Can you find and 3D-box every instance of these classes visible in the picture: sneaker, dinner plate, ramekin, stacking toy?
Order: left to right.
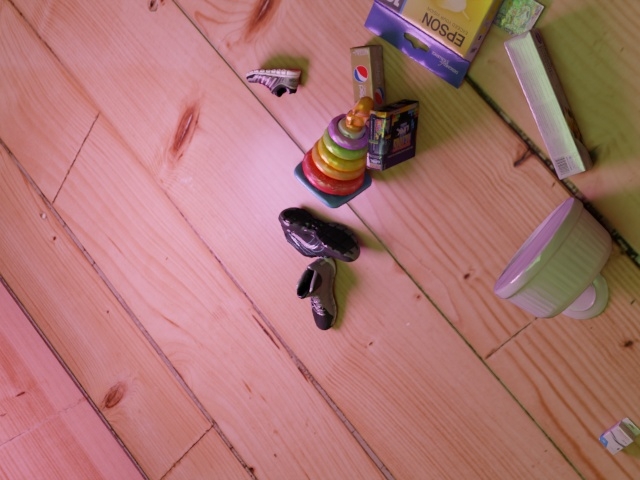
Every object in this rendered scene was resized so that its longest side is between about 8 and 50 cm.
[{"bbox_3d":[-0.128,-0.420,2.105,0.170,0.063,0.074,6,104,30],"label":"sneaker"},{"bbox_3d":[-0.022,0.159,2.191,0.086,0.132,0.228,11,112,33],"label":"sneaker"},{"bbox_3d":[0.000,0.000,2.159,0.267,0.101,0.106,29,136,31],"label":"sneaker"},{"bbox_3d":[0.063,-0.239,1.915,0.166,0.175,0.302,44,143,15],"label":"stacking toy"},{"bbox_3d":[0.505,0.047,1.692,0.127,0.273,0.273,38,126,3],"label":"ramekin"},{"bbox_3d":[0.587,0.117,1.806,0.141,0.017,0.141,12,111,33],"label":"dinner plate"}]

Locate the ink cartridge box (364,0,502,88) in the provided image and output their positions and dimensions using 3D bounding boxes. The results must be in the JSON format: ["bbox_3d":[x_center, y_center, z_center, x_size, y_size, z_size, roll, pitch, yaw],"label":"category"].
[{"bbox_3d":[0.250,-0.548,1.776,0.304,0.072,0.307,39,123,22],"label":"ink cartridge box"}]

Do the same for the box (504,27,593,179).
[{"bbox_3d":[0.491,-0.292,1.691,0.067,0.063,0.324,-21,95,37],"label":"box"}]

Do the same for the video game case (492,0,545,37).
[{"bbox_3d":[0.415,-0.500,1.713,0.122,0.011,0.087,39,125,19],"label":"video game case"}]

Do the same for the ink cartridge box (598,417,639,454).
[{"bbox_3d":[0.698,0.456,1.837,0.048,0.028,0.083,47,127,13],"label":"ink cartridge box"}]

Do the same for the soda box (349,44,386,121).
[{"bbox_3d":[0.119,-0.386,1.938,0.058,0.061,0.181,6,110,35],"label":"soda box"}]

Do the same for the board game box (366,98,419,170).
[{"bbox_3d":[0.174,-0.253,1.876,0.048,0.170,0.141,14,115,30],"label":"board game box"}]
